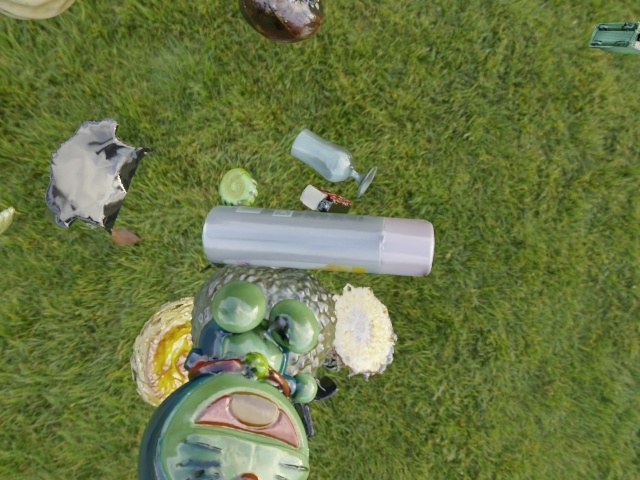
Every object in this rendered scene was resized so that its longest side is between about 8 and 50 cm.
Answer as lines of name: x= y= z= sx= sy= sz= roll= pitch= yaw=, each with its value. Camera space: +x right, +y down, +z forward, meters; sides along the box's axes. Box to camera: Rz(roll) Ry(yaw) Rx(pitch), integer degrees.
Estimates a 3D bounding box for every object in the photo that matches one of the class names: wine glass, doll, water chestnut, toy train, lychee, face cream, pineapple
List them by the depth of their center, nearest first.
face cream: x=0.000 y=0.000 z=0.651 sx=0.270 sy=0.107 sz=0.073 roll=3 pitch=98 yaw=8
doll: x=-0.104 y=0.225 z=0.659 sx=0.199 sy=0.186 sz=0.321 roll=27 pitch=53 yaw=-17
toy train: x=0.454 y=-0.302 z=0.809 sx=0.057 sy=0.093 sz=0.038 roll=11 pitch=105 yaw=-21
lychee: x=-0.099 y=0.153 z=0.944 sx=0.256 sy=0.255 sz=0.274 roll=5 pitch=85 yaw=-11
toy train: x=0.017 y=-0.084 z=1.205 sx=0.087 sy=0.138 sz=0.050 roll=35 pitch=103 yaw=21
water chestnut: x=-0.081 y=-0.608 z=1.344 sx=0.224 sy=0.238 sz=0.223 roll=22 pitch=61 yaw=-46
wine glass: x=0.034 y=-0.218 z=1.497 sx=0.231 sy=0.103 sz=0.103 roll=32 pitch=80 yaw=12
pineapple: x=0.038 y=0.281 z=1.519 sx=0.263 sy=0.272 sz=0.262 roll=17 pitch=61 yaw=-33

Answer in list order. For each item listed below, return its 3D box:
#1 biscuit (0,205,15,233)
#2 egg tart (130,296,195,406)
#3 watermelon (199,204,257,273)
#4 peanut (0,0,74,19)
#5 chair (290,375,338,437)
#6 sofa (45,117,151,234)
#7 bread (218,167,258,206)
biscuit: x=-0.257 y=0.046 z=0.330 sx=0.016 sy=0.203 sz=0.144 roll=40 pitch=91 yaw=-20
egg tart: x=-0.333 y=0.261 z=1.292 sx=0.295 sy=0.116 sz=0.294 roll=-17 pitch=113 yaw=-45
watermelon: x=-0.217 y=0.008 z=1.416 sx=0.188 sy=0.188 sz=0.214 roll=42 pitch=109 yaw=-6
peanut: x=-0.306 y=-0.343 z=0.545 sx=0.136 sy=0.120 sz=0.298 roll=-6 pitch=63 yaw=-7
chair: x=-0.056 y=0.503 z=1.592 sx=0.221 sy=0.140 sz=0.145 roll=-16 pitch=100 yaw=-21
sofa: x=-0.537 y=-0.149 z=1.230 sx=0.182 sy=0.200 sz=0.258 roll=26 pitch=81 yaw=-32
bread: x=-0.258 y=-0.160 z=1.705 sx=0.139 sy=0.071 sz=0.129 roll=25 pitch=81 yaw=28
